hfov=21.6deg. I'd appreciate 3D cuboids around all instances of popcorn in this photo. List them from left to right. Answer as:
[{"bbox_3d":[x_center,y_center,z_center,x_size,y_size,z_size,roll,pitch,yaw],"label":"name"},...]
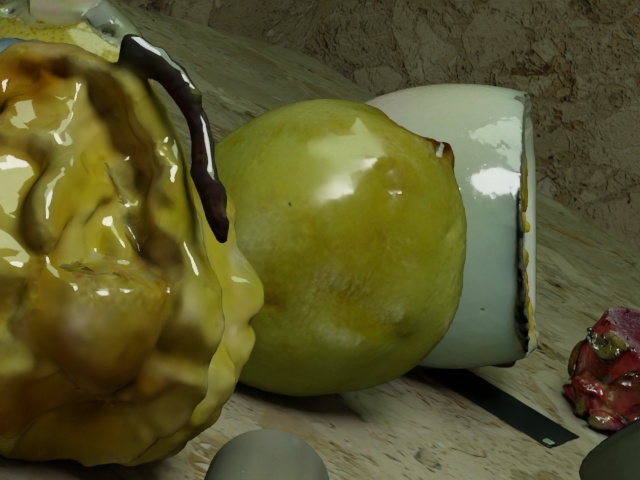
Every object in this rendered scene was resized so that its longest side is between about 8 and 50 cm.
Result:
[{"bbox_3d":[-0.197,0.007,1.403,0.349,0.382,0.349,22,28,-13],"label":"popcorn"}]

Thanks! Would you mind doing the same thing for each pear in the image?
[{"bbox_3d":[-0.350,-0.202,2.225,0.271,0.271,0.271,23,13,-6],"label":"pear"}]

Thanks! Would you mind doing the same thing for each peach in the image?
[{"bbox_3d":[-0.008,0.003,1.801,0.314,0.315,0.281,21,13,-21],"label":"peach"}]

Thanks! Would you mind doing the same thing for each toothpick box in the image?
[{"bbox_3d":[-0.048,0.225,1.312,0.111,0.111,0.181,24,12,-2],"label":"toothpick box"}]

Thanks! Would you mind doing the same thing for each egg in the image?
[{"bbox_3d":[0.097,-0.017,2.084,0.340,0.354,0.354,0,10,10],"label":"egg"}]

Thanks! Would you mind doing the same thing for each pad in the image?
[{"bbox_3d":[0.228,0.206,2.119,0.193,0.004,0.116,30,13,24],"label":"pad"}]

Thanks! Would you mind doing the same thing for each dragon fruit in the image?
[{"bbox_3d":[0.421,0.192,2.263,0.282,0.147,0.211,9,29,-41],"label":"dragon fruit"}]

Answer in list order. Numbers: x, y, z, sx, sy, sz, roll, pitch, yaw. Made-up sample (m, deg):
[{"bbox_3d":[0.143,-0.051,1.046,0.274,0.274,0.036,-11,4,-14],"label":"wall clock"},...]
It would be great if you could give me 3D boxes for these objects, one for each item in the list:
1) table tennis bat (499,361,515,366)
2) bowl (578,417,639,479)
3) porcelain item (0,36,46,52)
[{"bbox_3d":[0.158,0.104,2.364,0.274,0.021,0.154,34,16,27],"label":"table tennis bat"},{"bbox_3d":[0.454,0.272,1.687,0.354,0.354,0.185,12,55,-43],"label":"bowl"},{"bbox_3d":[-0.328,-0.088,1.752,0.178,0.242,0.405,1,18,3],"label":"porcelain item"}]
